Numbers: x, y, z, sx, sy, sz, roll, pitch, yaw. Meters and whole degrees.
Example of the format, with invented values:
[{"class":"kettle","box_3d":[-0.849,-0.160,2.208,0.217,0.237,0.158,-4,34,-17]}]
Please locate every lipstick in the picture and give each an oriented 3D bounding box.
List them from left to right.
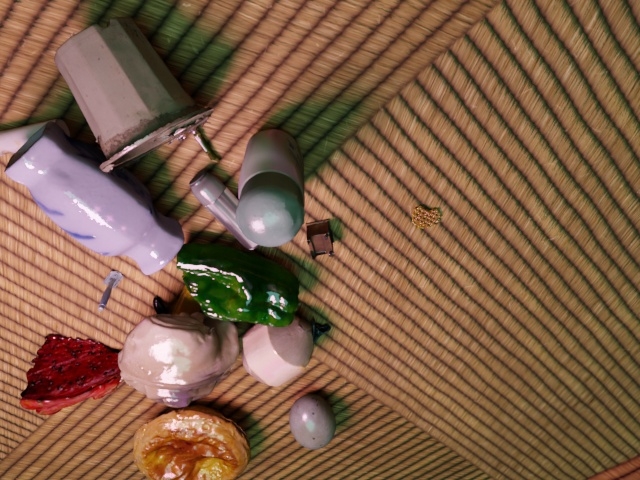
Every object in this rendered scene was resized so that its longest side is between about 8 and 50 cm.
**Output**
[{"class":"lipstick","box_3d":[-0.757,-0.246,1.144,0.264,0.059,0.059,-11,123,5]}]

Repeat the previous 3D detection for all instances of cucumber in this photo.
[{"class":"cucumber","box_3d":[-0.497,0.256,1.498,0.036,0.033,0.184,-6,124,26]}]

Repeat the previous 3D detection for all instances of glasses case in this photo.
[{"class":"glasses case","box_3d":[-0.405,0.199,1.442,0.079,0.064,0.234,9,127,-34]}]

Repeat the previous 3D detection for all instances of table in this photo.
[{"class":"table","box_3d":[0.000,0.000,1.324,0.070,0.082,0.083,-10,123,5]}]

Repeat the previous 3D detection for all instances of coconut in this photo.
[{"class":"coconut","box_3d":[-0.126,0.330,1.448,0.241,0.241,0.241,-1,123,-2]}]

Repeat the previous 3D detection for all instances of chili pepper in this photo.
[{"class":"chili pepper","box_3d":[-0.235,0.131,1.318,0.385,0.167,0.213,18,81,-11]}]

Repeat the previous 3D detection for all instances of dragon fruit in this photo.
[{"class":"dragon fruit","box_3d":[-0.762,0.484,1.511,0.329,0.286,0.228,8,119,-18]}]

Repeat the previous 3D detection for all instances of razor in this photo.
[{"class":"razor","box_3d":[-0.629,0.155,1.364,0.040,0.135,0.068,33,116,-25]}]

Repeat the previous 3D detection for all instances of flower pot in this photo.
[{"class":"flower pot","box_3d":[-0.414,-0.316,1.010,0.290,0.290,0.259,-27,105,14]}]

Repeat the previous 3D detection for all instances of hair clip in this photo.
[{"class":"hair clip","box_3d":[-0.051,0.357,1.581,0.070,0.039,0.229,24,120,-19]}]

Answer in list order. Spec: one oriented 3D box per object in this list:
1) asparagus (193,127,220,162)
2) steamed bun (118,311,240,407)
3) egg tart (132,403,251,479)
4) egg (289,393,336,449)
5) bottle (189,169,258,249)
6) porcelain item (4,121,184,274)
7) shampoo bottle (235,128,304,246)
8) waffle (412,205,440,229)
[{"class":"asparagus","box_3d":[-0.293,-0.239,1.190,0.021,0.025,0.108,-35,119,-5]},{"class":"steamed bun","box_3d":[-0.408,0.370,1.386,0.339,0.247,0.352,9,137,-41]},{"class":"egg tart","box_3d":[-0.475,0.761,1.742,0.443,0.178,0.443,-1,121,-2]},{"class":"egg","box_3d":[-0.029,0.666,1.704,0.169,0.169,0.236,-8,123,3]},{"class":"bottle","box_3d":[-0.254,-0.080,1.268,0.096,0.079,0.253,-4,136,48]},{"class":"porcelain item","box_3d":[-0.539,-0.092,1.143,0.178,0.242,0.405,-44,126,2]},{"class":"shampoo bottle","box_3d":[-0.112,-0.118,1.084,0.151,0.349,0.222,-8,123,1]},{"class":"waffle","box_3d":[0.305,-0.066,1.335,0.085,0.016,0.078,-2,127,-1]}]
